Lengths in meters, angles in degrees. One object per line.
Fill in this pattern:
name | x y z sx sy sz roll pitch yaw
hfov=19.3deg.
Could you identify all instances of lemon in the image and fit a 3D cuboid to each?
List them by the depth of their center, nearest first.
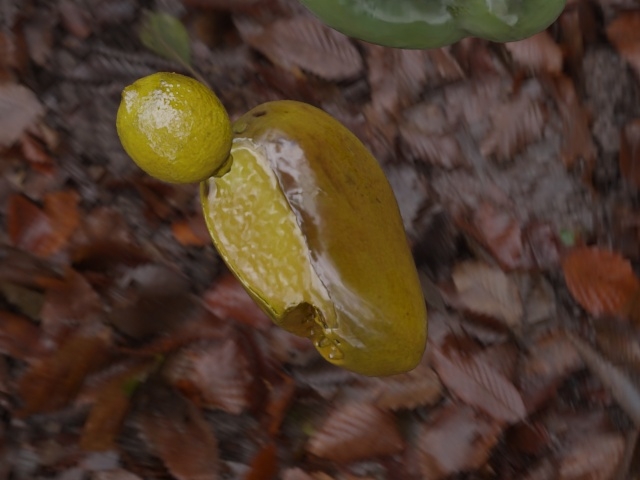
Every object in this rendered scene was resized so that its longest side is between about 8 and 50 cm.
lemon | -0.082 -0.063 1.082 0.062 0.083 0.062 -35 35 30

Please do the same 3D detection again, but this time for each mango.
mango | 0.000 0.000 1.587 0.130 0.167 0.262 -44 61 41

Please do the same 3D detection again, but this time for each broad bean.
broad bean | 0.066 -0.206 1.204 0.228 0.100 0.169 3 104 -1
